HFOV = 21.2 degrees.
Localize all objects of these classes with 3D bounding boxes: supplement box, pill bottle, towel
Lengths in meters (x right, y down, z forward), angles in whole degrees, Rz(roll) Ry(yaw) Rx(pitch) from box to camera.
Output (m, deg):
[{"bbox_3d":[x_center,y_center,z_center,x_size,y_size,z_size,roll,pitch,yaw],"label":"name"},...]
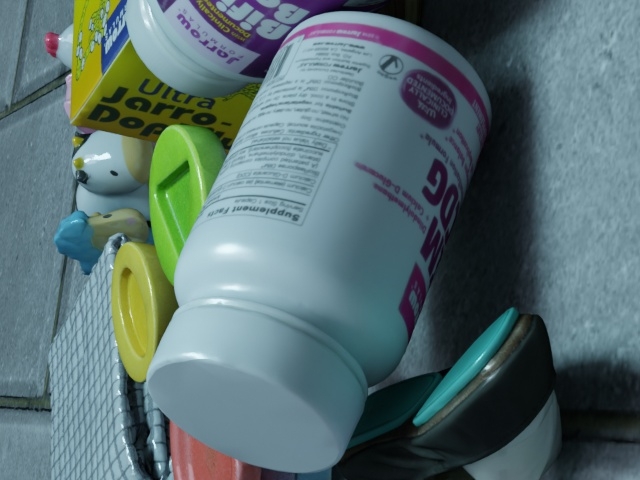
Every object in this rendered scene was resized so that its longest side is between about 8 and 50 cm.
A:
[{"bbox_3d":[-0.102,-0.280,1.558,0.195,0.194,0.356,136,139,-53],"label":"supplement box"},{"bbox_3d":[0.000,0.000,1.138,0.160,0.160,0.283,-38,25,57],"label":"pill bottle"},{"bbox_3d":[-0.172,0.170,1.621,0.235,0.121,0.284,125,145,-46],"label":"towel"},{"bbox_3d":[-0.031,-0.216,1.254,0.301,0.169,0.169,-34,49,56],"label":"pill bottle"}]

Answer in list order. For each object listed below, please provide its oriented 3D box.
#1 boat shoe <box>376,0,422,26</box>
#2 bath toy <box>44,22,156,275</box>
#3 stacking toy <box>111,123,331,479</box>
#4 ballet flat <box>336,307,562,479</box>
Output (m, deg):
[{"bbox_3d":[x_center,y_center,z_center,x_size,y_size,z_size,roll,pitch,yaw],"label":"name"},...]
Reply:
[{"bbox_3d":[0.041,-0.136,1.337,0.064,0.060,0.178,144,132,-57],"label":"boat shoe"},{"bbox_3d":[-0.238,-0.125,1.884,0.151,0.129,0.348,125,148,-44],"label":"bath toy"},{"bbox_3d":[-0.053,0.065,1.372,0.279,0.130,0.309,109,147,-41],"label":"stacking toy"},{"bbox_3d":[0.095,0.114,1.068,0.095,0.096,0.280,-50,3,-23],"label":"ballet flat"}]
